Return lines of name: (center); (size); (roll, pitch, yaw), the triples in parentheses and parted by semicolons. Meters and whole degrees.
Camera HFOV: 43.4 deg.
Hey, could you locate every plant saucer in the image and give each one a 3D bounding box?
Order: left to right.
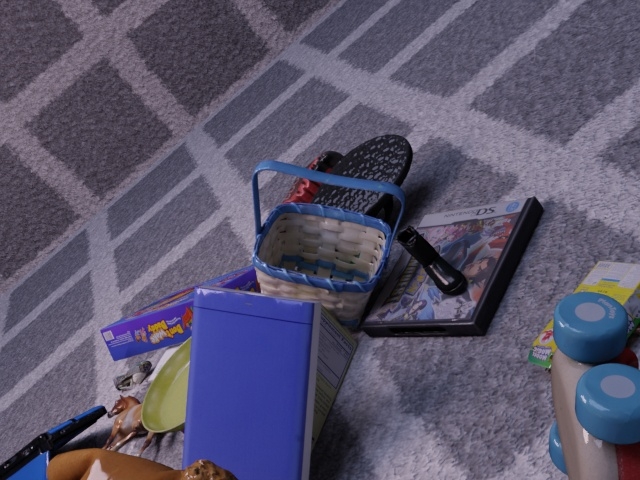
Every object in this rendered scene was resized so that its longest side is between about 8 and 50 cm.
plant saucer: (-0.206, 0.235, 1.375); (0.241, 0.037, 0.241); (-33, 27, 19)

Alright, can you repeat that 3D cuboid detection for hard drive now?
hard drive: (-0.107, 0.237, 1.190); (0.210, 0.040, 0.319); (5, 92, 29)

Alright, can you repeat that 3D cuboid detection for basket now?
basket: (0.000, 0.000, 1.392); (0.254, 0.289, 0.201); (14, 46, 5)

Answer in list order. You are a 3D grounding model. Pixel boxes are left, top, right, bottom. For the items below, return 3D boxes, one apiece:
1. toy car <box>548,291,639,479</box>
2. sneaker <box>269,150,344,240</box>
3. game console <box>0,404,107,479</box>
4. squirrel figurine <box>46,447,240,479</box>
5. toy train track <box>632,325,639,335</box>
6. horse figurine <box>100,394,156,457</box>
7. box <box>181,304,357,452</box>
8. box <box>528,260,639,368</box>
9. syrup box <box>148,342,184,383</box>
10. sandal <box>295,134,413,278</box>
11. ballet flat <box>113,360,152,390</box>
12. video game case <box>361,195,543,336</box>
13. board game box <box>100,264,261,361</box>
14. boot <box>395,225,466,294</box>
toy car: (0.363, 0.182, 0.808); (0.237, 0.219, 0.210); (-5, 33, 7)
sneaker: (-0.038, -0.087, 1.872); (0.276, 0.097, 0.135); (-53, 9, -1)
game console: (-0.573, 0.508, 1.684); (0.293, 0.173, 0.250); (-36, -8, 37)
squirrel figurine: (-0.228, 0.483, 1.020); (0.397, 0.281, 0.371); (-21, 38, 41)
toy train track: (0.423, 0.105, 0.999); (0.083, 0.014, 0.048); (-13, 37, 45)
horse figurine: (-0.378, 0.376, 1.622); (0.263, 0.066, 0.174); (-25, 22, 47)
box: (-0.086, 0.246, 1.368); (0.213, 0.117, 0.243); (-17, 34, 42)
box: (0.356, 0.106, 1.045); (0.179, 0.043, 0.105); (-45, 16, -13)
syrup box: (-0.218, 0.250, 1.571); (0.236, 0.096, 0.093); (-20, 30, 40)
sandal: (0.043, -0.018, 1.621); (0.167, 0.107, 0.446); (29, 83, 42)
ballet flat: (-0.428, 0.315, 1.842); (0.114, 0.041, 0.041); (-30, 27, 23)
video game case: (0.220, 0.046, 1.357); (0.248, 0.035, 0.275); (-8, 40, 49)
board game box: (-0.273, 0.150, 1.723); (0.347, 0.078, 0.233); (-19, 6, 39)
boot: (0.175, 0.029, 1.290); (0.045, 0.099, 0.121); (-42, 25, 2)
